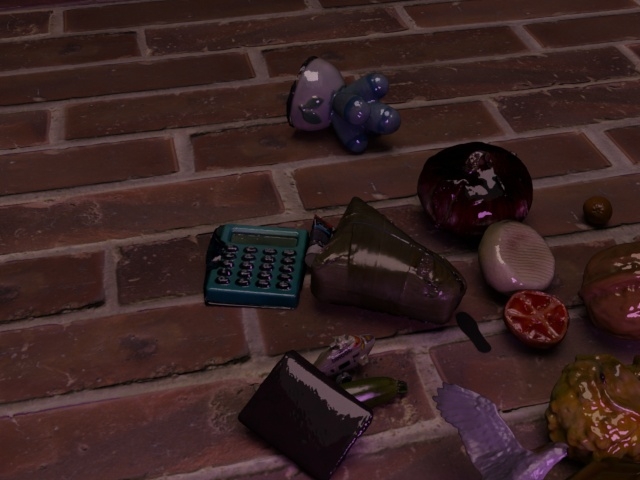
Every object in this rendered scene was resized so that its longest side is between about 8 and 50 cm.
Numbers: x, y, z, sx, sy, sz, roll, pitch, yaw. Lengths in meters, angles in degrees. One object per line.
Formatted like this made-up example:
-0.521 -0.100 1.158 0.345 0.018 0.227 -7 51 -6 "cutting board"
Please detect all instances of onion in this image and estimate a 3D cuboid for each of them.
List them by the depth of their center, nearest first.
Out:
0.407 -0.148 2.153 0.313 0.232 0.314 -1 41 1 "onion"

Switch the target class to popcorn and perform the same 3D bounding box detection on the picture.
0.572 0.327 1.624 0.266 0.192 0.233 -33 54 -11 "popcorn"

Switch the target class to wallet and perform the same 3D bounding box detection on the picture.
-0.027 0.350 1.638 0.229 0.049 0.182 33 74 19 "wallet"

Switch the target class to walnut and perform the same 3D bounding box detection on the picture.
0.718 0.114 1.863 0.257 0.257 0.225 -1 72 -2 "walnut"

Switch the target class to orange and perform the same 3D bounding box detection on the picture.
0.745 -0.081 2.202 0.085 0.085 0.085 1 40 0 "orange"

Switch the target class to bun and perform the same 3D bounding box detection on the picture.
0.467 0.055 2.005 0.222 0.127 0.222 19 49 -23 "bun"

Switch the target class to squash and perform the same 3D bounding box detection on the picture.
0.068 0.326 1.713 0.252 0.066 0.066 -11 42 -13 "squash"

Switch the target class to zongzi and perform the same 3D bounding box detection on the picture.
0.192 0.030 1.999 0.356 0.174 0.393 15 35 9 "zongzi"

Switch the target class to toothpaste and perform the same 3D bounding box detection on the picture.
0.000 0.000 2.102 0.071 0.045 0.193 33 31 -12 "toothpaste"

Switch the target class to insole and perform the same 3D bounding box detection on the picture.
0.354 0.212 1.903 0.045 0.002 0.135 -15 42 -16 "insole"

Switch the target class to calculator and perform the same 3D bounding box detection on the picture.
-0.161 0.056 2.036 0.248 0.058 0.274 4 41 5 "calculator"

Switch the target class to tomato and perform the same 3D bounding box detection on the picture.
0.487 0.189 1.878 0.155 0.069 0.156 4 47 -4 "tomato"

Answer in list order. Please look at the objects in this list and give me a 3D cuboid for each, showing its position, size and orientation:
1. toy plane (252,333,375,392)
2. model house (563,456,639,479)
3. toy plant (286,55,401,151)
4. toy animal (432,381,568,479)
-0.004 0.275 1.755 0.286 0.108 0.092 -29 49 -14 "toy plane"
0.503 0.492 1.474 0.268 0.173 0.239 -16 5 -38 "model house"
0.089 -0.397 2.458 0.332 0.247 0.247 23 45 18 "toy plant"
0.280 0.432 1.440 0.284 0.225 0.302 -43 24 -25 "toy animal"
